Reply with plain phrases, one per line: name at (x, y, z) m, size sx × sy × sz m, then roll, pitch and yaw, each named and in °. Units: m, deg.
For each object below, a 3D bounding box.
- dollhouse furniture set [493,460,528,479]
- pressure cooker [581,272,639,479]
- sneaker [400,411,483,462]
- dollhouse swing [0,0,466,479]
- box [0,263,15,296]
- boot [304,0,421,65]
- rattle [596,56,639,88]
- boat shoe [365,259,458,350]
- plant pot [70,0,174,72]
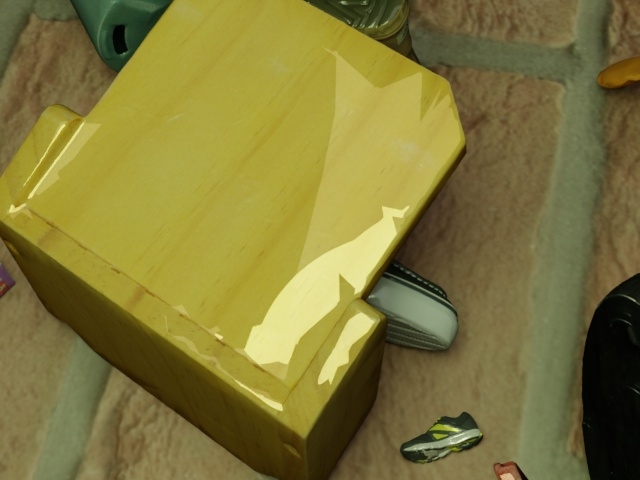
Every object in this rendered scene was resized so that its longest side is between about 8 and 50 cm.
dollhouse furniture set at (0.111, 0.299, 0.736) m, size 0.201 × 0.374 × 0.152 m, roll -25°, pitch 62°, yaw 9°
pressure cooker at (0.458, 0.170, 0.777) m, size 0.420 × 0.375 × 0.370 m, roll -8°, pitch 79°, yaw -1°
sneaker at (0.117, 0.194, 0.961) m, size 0.083 × 0.031 × 0.035 m, roll -12°, pitch 51°, yaw -8°
dollhouse swing at (-0.064, -0.008, 0.912) m, size 0.346 × 0.315 × 0.305 m, roll 32°, pitch 67°, yaw 16°
box at (-0.501, 0.077, 1.026) m, size 0.201 × 0.057 × 0.293 m, roll 37°, pitch 71°, yaw 17°
boot at (0.004, -0.185, 1.018) m, size 0.236 × 0.269 × 0.089 m, roll 20°, pitch 75°, yaw 19°
rattle at (0.419, -0.132, 1.071) m, size 0.199 × 0.142 × 0.130 m, roll 33°, pitch 53°, yaw -15°
boat shoe at (0.000, 0.000, 1.005) m, size 0.335 × 0.121 × 0.119 m, roll 25°, pitch 71°, yaw 15°
plant pot at (-0.189, -0.387, 1.107) m, size 0.341 × 0.341 × 0.334 m, roll -21°, pitch 73°, yaw -8°
